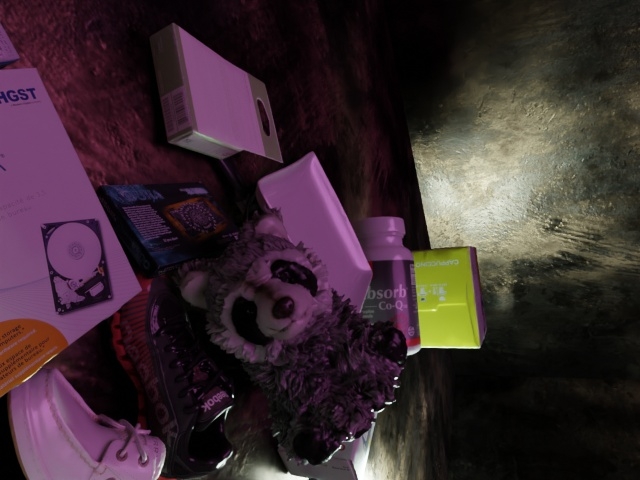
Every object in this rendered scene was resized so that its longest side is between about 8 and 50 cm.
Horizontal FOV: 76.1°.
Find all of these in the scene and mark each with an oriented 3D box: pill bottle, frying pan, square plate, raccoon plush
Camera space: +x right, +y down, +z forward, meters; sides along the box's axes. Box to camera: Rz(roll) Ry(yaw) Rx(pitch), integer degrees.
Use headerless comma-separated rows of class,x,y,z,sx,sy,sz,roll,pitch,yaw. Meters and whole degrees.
pill bottle,0.160,0.128,1.142,0.210,0.210,0.364,13,72,-64
frying pan,-0.120,-0.031,0.750,0.326,0.053,0.198,35,43,-47
square plate,0.000,0.000,0.864,0.344,0.049,0.347,63,23,-12
raccoon plush,-0.084,0.152,0.631,0.299,0.446,0.216,48,56,-1

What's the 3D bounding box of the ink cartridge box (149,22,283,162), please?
ink cartridge box,-0.161,-0.220,0.680,0.235,0.056,0.171,5,70,-65

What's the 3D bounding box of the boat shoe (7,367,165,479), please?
boat shoe,-0.207,0.226,0.413,0.098,0.096,0.277,39,-34,56

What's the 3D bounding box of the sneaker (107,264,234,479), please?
sneaker,-0.172,0.161,0.497,0.097,0.134,0.277,-13,95,-64

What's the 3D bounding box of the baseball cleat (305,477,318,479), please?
baseball cleat,-0.062,0.481,0.699,0.206,0.072,0.110,-42,122,-49

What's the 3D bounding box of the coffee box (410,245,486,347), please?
coffee box,0.416,0.200,1.526,0.334,0.337,0.339,4,81,-65

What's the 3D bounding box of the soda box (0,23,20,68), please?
soda box,-0.335,-0.227,0.328,0.063,0.058,0.183,-57,135,-54

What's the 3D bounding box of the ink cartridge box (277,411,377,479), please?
ink cartridge box,0.027,0.375,0.850,0.212,0.154,0.093,-59,139,-54

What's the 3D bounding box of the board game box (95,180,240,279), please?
board game box,-0.192,-0.024,0.558,0.126,0.026,0.186,52,24,8

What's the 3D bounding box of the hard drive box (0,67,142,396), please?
hard drive box,-0.287,-0.007,0.341,0.181,0.089,0.232,-53,131,-57
